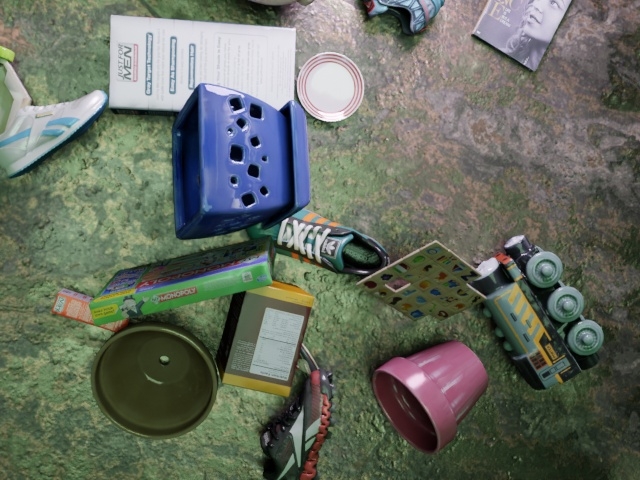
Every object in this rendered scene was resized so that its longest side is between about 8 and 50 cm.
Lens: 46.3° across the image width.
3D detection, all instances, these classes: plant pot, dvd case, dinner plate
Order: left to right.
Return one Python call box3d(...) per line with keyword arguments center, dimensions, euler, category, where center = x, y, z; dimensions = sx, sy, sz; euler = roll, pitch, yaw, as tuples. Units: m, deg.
box3d(center=(-0.311, 0.255, 1.448), dimensions=(0.237, 0.110, 0.238), euler=(0, 106, 0), category="plant pot")
box3d(center=(-0.145, -0.134, 1.372), dimensions=(0.212, 0.236, 0.236), euler=(-1, 80, -23), category="plant pot")
box3d(center=(0.020, -0.315, 1.542), dimensions=(0.141, 0.017, 0.141), euler=(-1, 94, -11), category="dinner plate")
box3d(center=(0.237, 0.305, 1.541), dimensions=(0.180, 0.201, 0.201), euler=(-30, 99, -23), category="plant pot")
box3d(center=(0.443, -0.501, 1.615), dimensions=(0.164, 0.018, 0.221), euler=(28, 88, -11), category="dvd case")

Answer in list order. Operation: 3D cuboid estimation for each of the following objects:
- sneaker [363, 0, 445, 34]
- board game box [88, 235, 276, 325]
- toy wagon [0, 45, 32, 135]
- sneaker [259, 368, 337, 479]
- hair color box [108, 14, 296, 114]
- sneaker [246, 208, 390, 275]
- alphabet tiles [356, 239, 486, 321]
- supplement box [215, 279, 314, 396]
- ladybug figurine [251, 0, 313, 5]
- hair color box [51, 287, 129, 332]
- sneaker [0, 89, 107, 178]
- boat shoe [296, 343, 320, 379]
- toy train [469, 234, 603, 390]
box3d(center=(0.123, -0.515, 1.508), dimensions=(0.261, 0.104, 0.125), euler=(33, 89, -11), category="sneaker")
box3d(center=(-0.242, 0.069, 1.382), dimensions=(0.317, 0.213, 0.046), euler=(-13, 102, 1), category="board game box")
box3d(center=(-0.649, -0.236, 1.390), dimensions=(0.344, 0.068, 0.267), euler=(16, 90, -13), category="toy wagon")
box3d(center=(-0.049, 0.383, 1.512), dimensions=(0.135, 0.098, 0.276), euler=(12, 105, -7), category="sneaker")
box3d(center=(-0.227, -0.327, 1.447), dimensions=(0.347, 0.105, 0.174), euler=(1, 94, -12), category="hair color box")
box3d(center=(0.000, 0.000, 1.503), dimensions=(0.302, 0.121, 0.108), euler=(15, 92, -10), category="sneaker")
box3d(center=(0.223, 0.095, 1.516), dimensions=(0.198, 0.009, 0.237), euler=(-31, 134, 31), category="alphabet tiles")
box3d(center=(-0.113, 0.177, 1.455), dimensions=(0.129, 0.191, 0.194), euler=(15, 90, -12), category="supplement box")
box3d(center=(-0.147, -0.638, 1.417), dimensions=(0.305, 0.162, 0.450), euler=(-31, 98, -8), category="ladybug figurine")
box3d(center=(-0.440, 0.137, 1.449), dimensions=(0.141, 0.072, 0.043), euler=(20, 89, -11), category="hair color box")
box3d(center=(-0.489, -0.210, 1.347), dimensions=(0.228, 0.087, 0.092), euler=(-37, 98, -10), category="sneaker")
box3d(center=(-0.030, 0.260, 1.551), dimensions=(0.043, 0.049, 0.137), euler=(-32, 103, -6), category="boat shoe")
box3d(center=(0.459, 0.158, 1.602), dimensions=(0.190, 0.142, 0.334), euler=(-33, 99, 2), category="toy train")
